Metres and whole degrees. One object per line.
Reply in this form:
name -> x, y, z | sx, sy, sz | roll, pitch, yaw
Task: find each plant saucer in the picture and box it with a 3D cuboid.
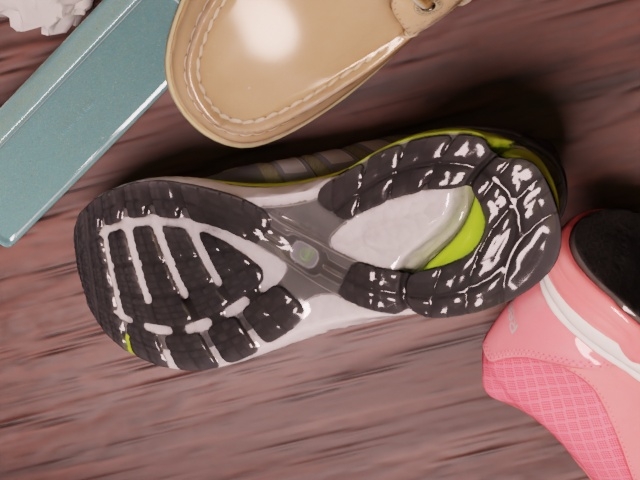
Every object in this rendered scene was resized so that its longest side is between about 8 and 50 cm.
plant saucer -> -0.137, -0.072, 0.832 | 0.192, 0.018, 0.067 | -45, 132, 10

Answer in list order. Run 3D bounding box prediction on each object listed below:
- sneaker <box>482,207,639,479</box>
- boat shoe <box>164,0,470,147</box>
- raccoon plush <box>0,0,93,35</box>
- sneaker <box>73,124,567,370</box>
sneaker -> 0.226, 0.111, 0.814 | 0.314, 0.116, 0.136 | 37, 129, -6
boat shoe -> 0.048, -0.177, 0.755 | 0.121, 0.110, 0.341 | 41, 100, -18
raccoon plush -> -0.028, -0.335, 0.758 | 0.299, 0.216, 0.446 | -1, 130, -9
sneaker -> 0.000, 0.000, 0.805 | 0.300, 0.121, 0.111 | -6, 99, 26
